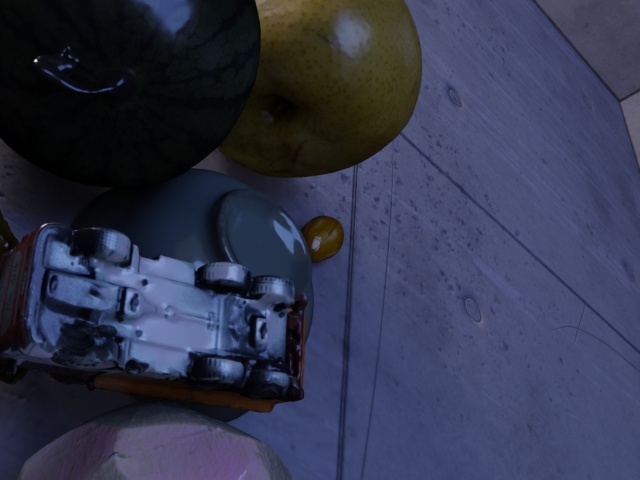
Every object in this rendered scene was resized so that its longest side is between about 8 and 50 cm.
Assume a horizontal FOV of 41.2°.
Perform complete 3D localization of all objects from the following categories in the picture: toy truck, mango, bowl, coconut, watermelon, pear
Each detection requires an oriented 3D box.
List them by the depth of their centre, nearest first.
[{"bbox_3d":[-0.118,0.228,0.638,0.227,0.227,0.230,26,50,-40],"label":"coconut"},{"bbox_3d":[-0.125,0.070,0.687,0.270,0.135,0.114,18,65,-36],"label":"toy truck"},{"bbox_3d":[-0.195,-0.191,0.817,0.279,0.279,0.359,41,13,-25],"label":"watermelon"},{"bbox_3d":[-0.102,0.034,0.894,0.289,0.146,0.289,34,39,-34],"label":"bowl"},{"bbox_3d":[-0.020,-0.221,1.078,0.314,0.314,0.314,34,39,-33],"label":"pear"},{"bbox_3d":[0.000,0.000,1.153,0.060,0.046,0.089,51,37,-11],"label":"mango"}]

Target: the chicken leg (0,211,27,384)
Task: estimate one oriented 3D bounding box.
[{"bbox_3d":[-0.331,-0.040,0.653,0.211,0.140,0.361,-31,96,-46],"label":"chicken leg"}]
